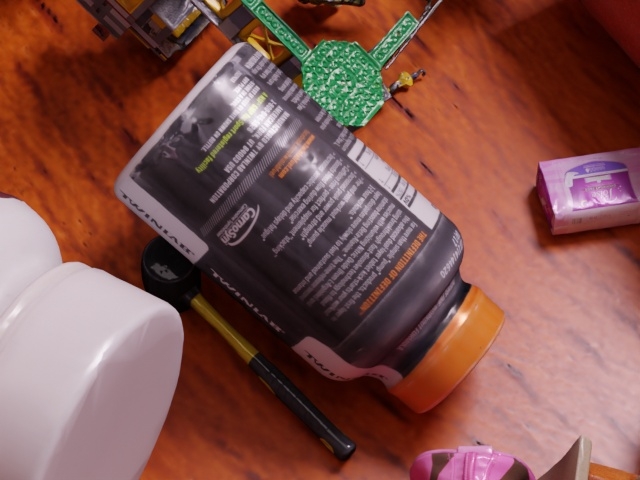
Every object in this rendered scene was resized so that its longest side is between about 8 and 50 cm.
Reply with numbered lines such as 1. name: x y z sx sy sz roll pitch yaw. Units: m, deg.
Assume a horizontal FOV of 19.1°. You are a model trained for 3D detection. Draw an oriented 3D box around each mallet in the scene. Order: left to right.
1. mallet: -0.048 0.075 1.244 0.039 0.062 0.189 -41 82 -16

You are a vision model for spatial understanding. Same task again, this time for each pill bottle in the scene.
1. pill bottle: -0.296 0.046 1.143 0.392 0.224 0.224 24 61 14
2. pill bottle: 0.000 0.000 1.203 0.246 0.130 0.130 41 64 -4

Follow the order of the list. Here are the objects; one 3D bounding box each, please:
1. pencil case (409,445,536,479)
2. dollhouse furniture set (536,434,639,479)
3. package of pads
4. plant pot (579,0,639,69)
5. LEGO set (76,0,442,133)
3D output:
1. pencil case: 0.070 0.217 1.113 0.095 0.098 0.209 3 54 21
2. dollhouse furniture set: 0.250 0.175 1.127 0.262 0.135 0.259 15 63 -8
3. package of pads: 0.193 -0.034 1.312 0.083 0.032 0.050 -8 57 -6
4. plant pot: 0.300 -0.190 1.294 0.272 0.272 0.265 -29 54 -17
5. LEGO set: -0.017 -0.205 1.367 0.255 0.192 0.331 37 64 -13
